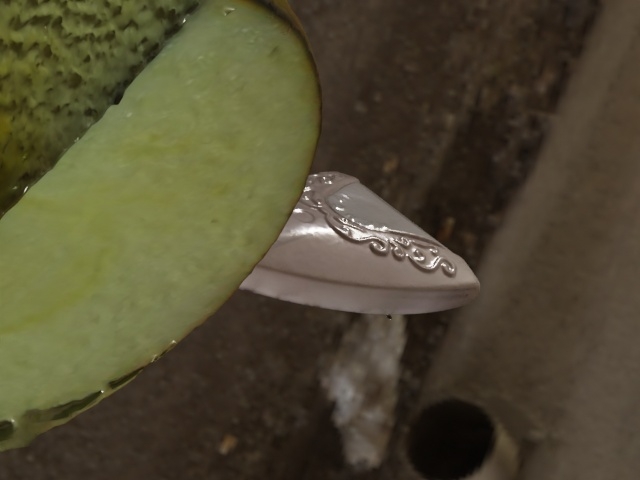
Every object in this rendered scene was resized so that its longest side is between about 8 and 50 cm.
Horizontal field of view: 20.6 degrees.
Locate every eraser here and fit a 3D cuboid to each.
[{"bbox_3d":[0.001,-0.001,1.539,0.243,0.204,0.059,-7,127,-47],"label":"eraser"}]

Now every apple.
[{"bbox_3d":[-0.139,-0.044,0.842,0.346,0.254,0.179,-46,-164,31],"label":"apple"}]
